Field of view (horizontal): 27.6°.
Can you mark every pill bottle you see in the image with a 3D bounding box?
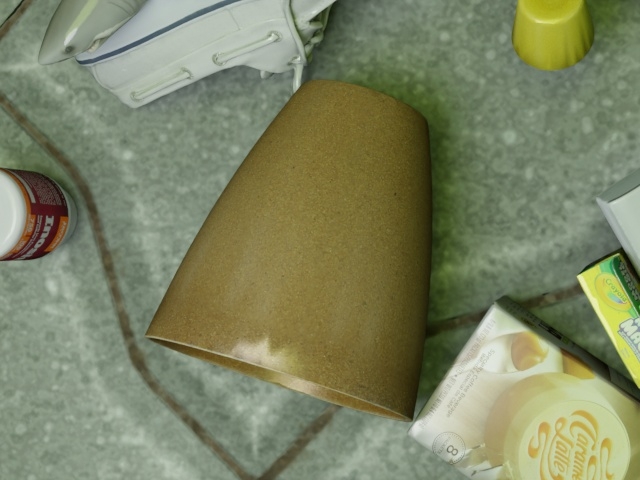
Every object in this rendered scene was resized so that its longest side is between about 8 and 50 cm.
[{"bbox_3d":[-0.283,-0.024,1.202,0.086,0.152,0.086,0,91,12],"label":"pill bottle"}]

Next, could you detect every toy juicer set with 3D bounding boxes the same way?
[{"bbox_3d":[0.265,-0.302,1.123,0.329,0.089,0.209,-33,64,-3],"label":"toy juicer set"}]

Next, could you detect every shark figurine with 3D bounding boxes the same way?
[{"bbox_3d":[-0.175,-0.290,1.127,0.166,0.116,0.278,-21,44,23],"label":"shark figurine"}]

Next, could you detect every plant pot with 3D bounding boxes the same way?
[{"bbox_3d":[0.000,0.000,1.118,0.237,0.237,0.254,15,82,12],"label":"plant pot"}]

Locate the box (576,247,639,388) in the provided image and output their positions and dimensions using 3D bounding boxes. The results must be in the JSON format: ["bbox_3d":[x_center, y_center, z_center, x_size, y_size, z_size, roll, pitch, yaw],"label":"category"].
[{"bbox_3d":[0.255,0.061,1.070,0.043,0.179,0.105,-29,84,11],"label":"box"}]

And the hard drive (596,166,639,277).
[{"bbox_3d":[0.381,0.041,1.045,0.203,0.040,0.307,-33,104,-1],"label":"hard drive"}]

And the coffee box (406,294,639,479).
[{"bbox_3d":[0.218,0.174,1.120,0.246,0.098,0.141,34,98,10],"label":"coffee box"}]

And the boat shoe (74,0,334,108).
[{"bbox_3d":[-0.049,-0.198,1.152,0.367,0.136,0.156,-20,128,24],"label":"boat shoe"}]
